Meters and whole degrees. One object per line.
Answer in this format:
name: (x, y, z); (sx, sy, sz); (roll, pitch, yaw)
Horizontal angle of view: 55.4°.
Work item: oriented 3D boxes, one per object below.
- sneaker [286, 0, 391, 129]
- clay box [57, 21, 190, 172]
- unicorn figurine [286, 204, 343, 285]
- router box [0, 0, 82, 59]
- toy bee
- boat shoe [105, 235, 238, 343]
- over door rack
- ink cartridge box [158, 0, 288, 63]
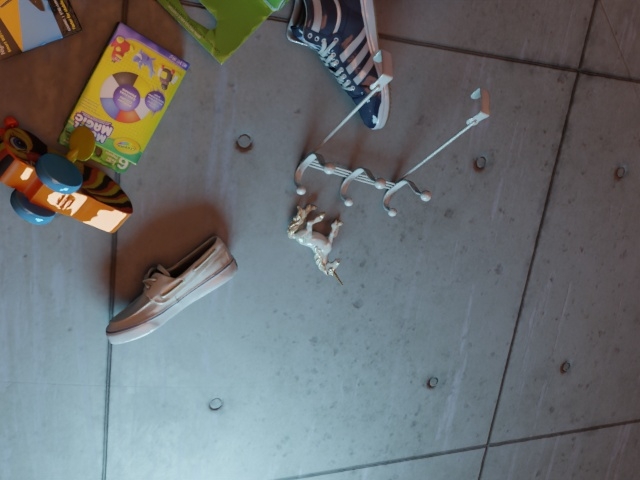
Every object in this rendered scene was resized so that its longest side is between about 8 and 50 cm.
sneaker: (0.032, -0.328, 1.106); (0.153, 0.099, 0.282); (-19, 112, -19)
clay box: (-0.326, -0.227, 1.004); (0.127, 0.053, 0.222); (27, 95, -29)
unicorn figurine: (0.000, 0.000, 1.236); (0.162, 0.060, 0.111); (30, 95, -14)
router box: (-0.455, -0.375, 0.896); (0.133, 0.046, 0.179); (-27, 117, -14)
toy bee: (-0.434, -0.120, 0.947); (0.195, 0.162, 0.298); (-29, 150, 4)
boat shoe: (-0.280, 0.085, 1.112); (0.267, 0.096, 0.088); (-31, 114, -13)
over door rack: (0.125, -0.166, 1.119); (0.239, 0.108, 0.324); (12, 139, -28)
ink cartridge box: (-0.131, -0.441, 0.969); (0.189, 0.097, 0.255); (44, 86, -14)
